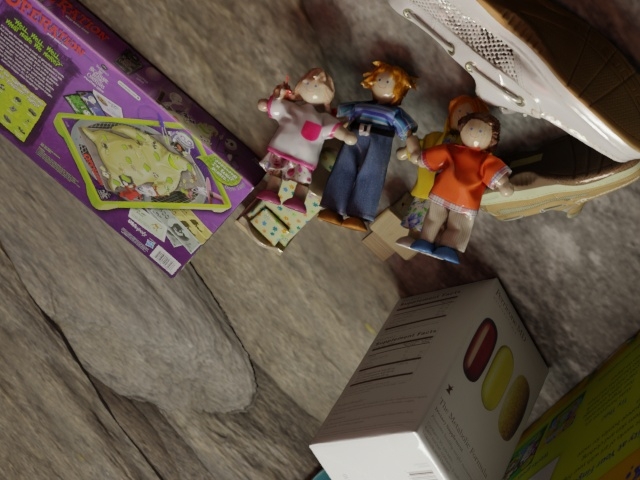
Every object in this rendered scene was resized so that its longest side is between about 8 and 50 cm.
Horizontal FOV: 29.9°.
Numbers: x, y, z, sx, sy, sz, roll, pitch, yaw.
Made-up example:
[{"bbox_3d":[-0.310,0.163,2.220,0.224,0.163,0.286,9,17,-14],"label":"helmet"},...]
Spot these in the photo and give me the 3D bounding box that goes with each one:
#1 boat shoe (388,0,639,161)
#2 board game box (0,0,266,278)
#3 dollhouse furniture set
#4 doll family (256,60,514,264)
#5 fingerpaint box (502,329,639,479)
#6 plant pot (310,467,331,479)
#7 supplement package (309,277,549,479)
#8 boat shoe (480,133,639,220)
[{"bbox_3d":[0.177,-0.158,1.061,0.277,0.098,0.096,43,135,6],"label":"boat shoe"},{"bbox_3d":[-0.244,-0.128,1.355,0.347,0.056,0.208,41,138,-5],"label":"board game box"},{"bbox_3d":[0.000,0.000,1.275,0.161,0.101,0.182,41,134,-5],"label":"dollhouse furniture set"},{"bbox_3d":[0.071,-0.082,1.138,0.263,0.118,0.163,19,90,22],"label":"doll family"},{"bbox_3d":[0.297,0.265,1.130,0.163,0.371,0.445,36,133,0],"label":"fingerpaint box"},{"bbox_3d":[0.077,0.454,1.493,0.255,0.271,0.271,28,135,-12],"label":"plant pot"},{"bbox_3d":[0.120,0.171,1.242,0.134,0.244,0.139,-15,117,38],"label":"supplement package"},{"bbox_3d":[0.232,-0.055,1.136,0.190,0.068,0.072,-7,134,46],"label":"boat shoe"}]
